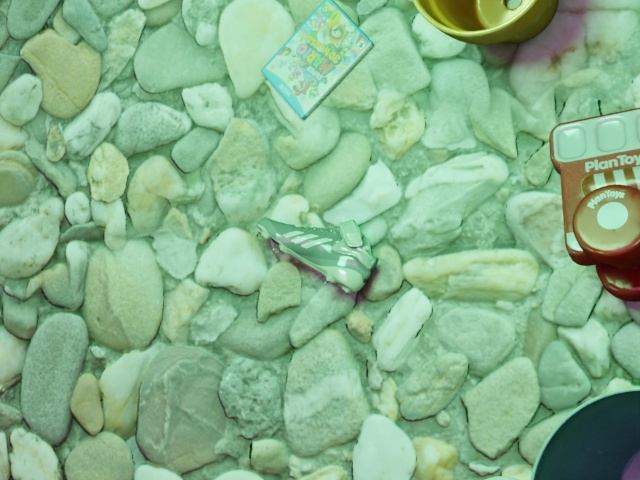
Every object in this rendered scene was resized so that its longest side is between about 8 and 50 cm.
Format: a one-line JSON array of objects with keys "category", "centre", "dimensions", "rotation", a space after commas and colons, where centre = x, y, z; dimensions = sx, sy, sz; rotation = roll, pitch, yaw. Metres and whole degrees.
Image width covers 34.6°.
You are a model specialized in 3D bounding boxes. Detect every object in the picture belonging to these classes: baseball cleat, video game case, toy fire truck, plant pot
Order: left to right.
[{"category": "video game case", "centre": [-0.007, -0.295, 1.663], "dimensions": [0.166, 0.015, 0.119], "rotation": [-46, 68, 16]}, {"category": "baseball cleat", "centre": [0.000, 0.000, 1.610], "dimensions": [0.206, 0.072, 0.109], "rotation": [33, 86, 21]}, {"category": "plant pot", "centre": [0.251, -0.363, 1.445], "dimensions": [0.205, 0.188, 0.205], "rotation": [-3, 83, 27]}, {"category": "plant pot", "centre": [0.427, 0.326, 1.279], "dimensions": [0.290, 0.195, 0.290], "rotation": [-3, 83, 27]}, {"category": "toy fire truck", "centre": [0.455, -0.075, 1.341], "dimensions": [0.302, 0.169, 0.254], "rotation": [-11, 61, 24]}]

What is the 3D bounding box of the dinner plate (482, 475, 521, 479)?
[{"category": "dinner plate", "centre": [0.260, 0.406, 1.456], "dimensions": [0.141, 0.017, 0.141], "rotation": [-2, 85, 27]}]
